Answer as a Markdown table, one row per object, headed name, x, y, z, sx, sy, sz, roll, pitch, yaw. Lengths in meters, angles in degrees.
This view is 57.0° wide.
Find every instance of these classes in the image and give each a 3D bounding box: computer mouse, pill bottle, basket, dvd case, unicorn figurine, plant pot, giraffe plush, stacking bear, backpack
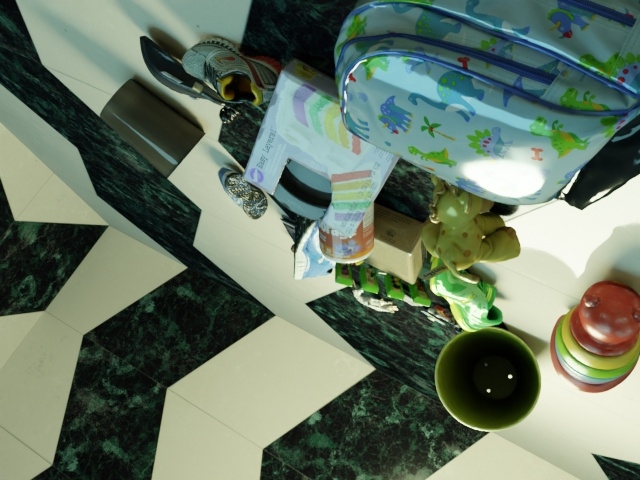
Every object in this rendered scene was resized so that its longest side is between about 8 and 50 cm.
| name | x | y | z | sx | sy | sz | roll | pitch | yaw |
| --- | --- | --- | --- | --- | --- | --- | --- | --- | --- |
| computer mouse | -0.275 | -0.317 | 1.209 | 0.262 | 0.060 | 0.184 | 37 | -173 | -17 |
| pill bottle | 0.051 | -0.070 | 1.234 | 0.121 | 0.121 | 0.216 | 20 | 131 | 32 |
| basket | -0.435 | -0.291 | 1.520 | 0.227 | 0.154 | 0.204 | 40 | 163 | -15 |
| dvd case | -0.029 | 0.007 | 1.857 | 0.164 | 0.018 | 0.221 | 25 | 162 | 25 |
| unicorn figurine | 0.178 | 0.205 | 1.981 | 0.162 | 0.060 | 0.111 | 43 | 159 | -31 |
| plant pot | 0.491 | 0.397 | 1.705 | 0.275 | 0.275 | 0.293 | 24 | 176 | 23 |
| giraffe plush | 0.249 | -0.045 | 1.047 | 0.181 | 0.210 | 0.170 | 21 | 131 | 40 |
| stacking bear | 0.545 | 0.176 | 1.144 | 0.175 | 0.164 | 0.289 | 23 | 156 | 25 |
| backpack | 0.192 | -0.179 | 0.653 | 0.355 | 0.273 | 0.290 | 42 | 171 | 9 |

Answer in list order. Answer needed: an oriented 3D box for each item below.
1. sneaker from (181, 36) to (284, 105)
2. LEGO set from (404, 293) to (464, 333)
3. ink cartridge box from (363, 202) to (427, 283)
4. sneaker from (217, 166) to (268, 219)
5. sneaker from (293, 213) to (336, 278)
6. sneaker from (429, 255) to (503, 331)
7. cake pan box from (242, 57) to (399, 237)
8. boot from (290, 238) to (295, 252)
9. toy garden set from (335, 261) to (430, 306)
| name | x | y | z | sx | sy | sz | roll | pitch | yaw |
| --- | --- | --- | --- | --- | --- | --- | --- | --- | --- |
| sneaker | -0.172 | -0.309 | 1.085 | 0.225 | 0.093 | 0.088 | 21 | 140 | 27 |
| LEGO set | 0.339 | 0.202 | 1.769 | 0.244 | 0.060 | 0.182 | 32 | 175 | 3 |
| ink cartridge box | 0.136 | -0.008 | 1.421 | 0.234 | 0.088 | 0.193 | 25 | 163 | 19 |
| sneaker | -0.223 | -0.140 | 1.714 | 0.081 | 0.080 | 0.211 | 40 | 169 | 41 |
| sneaker | 0.000 | 0.000 | 1.656 | 0.147 | 0.130 | 0.330 | 0 | 150 | -4 |
| sneaker | 0.350 | 0.111 | 1.406 | 0.123 | 0.109 | 0.295 | -12 | 137 | 35 |
| cake pan box | 0.005 | -0.156 | 1.066 | 0.245 | 0.070 | 0.267 | 31 | 133 | 1 |
| boot | -0.045 | 0.035 | 1.882 | 0.106 | 0.037 | 0.114 | 31 | 159 | -3 |
| toy garden set | 0.161 | 0.078 | 1.545 | 0.244 | 0.049 | 0.204 | 14 | -160 | -4 |
